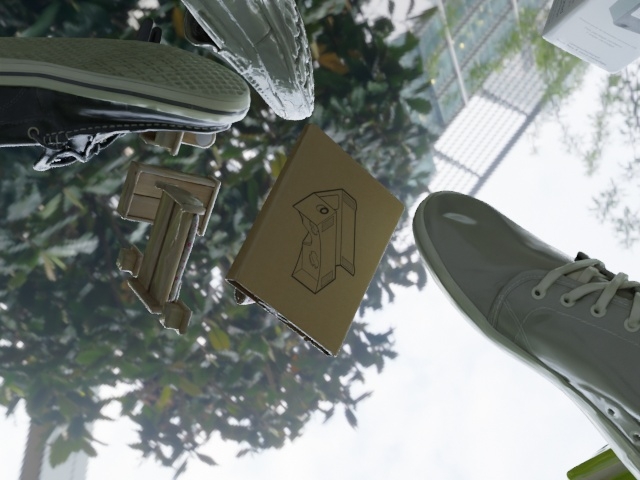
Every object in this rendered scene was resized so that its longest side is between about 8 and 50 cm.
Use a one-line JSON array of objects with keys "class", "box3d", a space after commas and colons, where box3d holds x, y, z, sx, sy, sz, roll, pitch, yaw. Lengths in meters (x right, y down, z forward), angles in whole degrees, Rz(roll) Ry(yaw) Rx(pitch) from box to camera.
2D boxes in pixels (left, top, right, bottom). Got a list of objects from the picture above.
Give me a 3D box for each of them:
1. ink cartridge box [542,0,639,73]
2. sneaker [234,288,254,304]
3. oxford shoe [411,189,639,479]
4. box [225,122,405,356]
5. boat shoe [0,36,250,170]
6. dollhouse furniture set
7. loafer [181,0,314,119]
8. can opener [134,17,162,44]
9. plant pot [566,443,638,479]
[{"class": "ink cartridge box", "box3d": [0.411, -0.361, 1.087, 0.121, 0.289, 0.211, 24, -107, -9]}, {"class": "sneaker", "box3d": [-0.096, 0.047, 1.470, 0.042, 0.067, 0.119, 35, -64, 45]}, {"class": "oxford shoe", "box3d": [0.270, 0.079, 0.888, 0.169, 0.130, 0.449, -20, -127, -35]}, {"class": "box", "box3d": [0.000, 0.000, 0.993, 0.021, 0.164, 0.201, -1, -124, 51]}, {"class": "boat shoe", "box3d": [-0.331, -0.179, 1.214, 0.499, 0.156, 0.187, 4, -155, 12]}, {"class": "dollhouse furniture set", "box3d": [-0.211, -0.040, 1.602, 0.355, 0.173, 0.303, 38, -67, 53]}, {"class": "loafer", "box3d": [-0.089, -0.239, 0.962, 0.111, 0.319, 0.112, -12, -126, 14]}, {"class": "can opener", "box3d": [-0.284, -0.261, 1.406, 0.073, 0.059, 0.186, 9, -103, 17]}, {"class": "plant pot", "box3d": [0.499, 0.368, 1.284, 0.227, 0.207, 0.228, -41, -115, 37]}]
